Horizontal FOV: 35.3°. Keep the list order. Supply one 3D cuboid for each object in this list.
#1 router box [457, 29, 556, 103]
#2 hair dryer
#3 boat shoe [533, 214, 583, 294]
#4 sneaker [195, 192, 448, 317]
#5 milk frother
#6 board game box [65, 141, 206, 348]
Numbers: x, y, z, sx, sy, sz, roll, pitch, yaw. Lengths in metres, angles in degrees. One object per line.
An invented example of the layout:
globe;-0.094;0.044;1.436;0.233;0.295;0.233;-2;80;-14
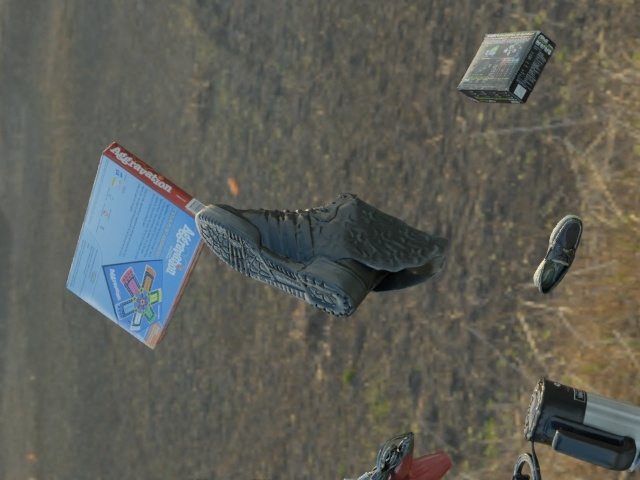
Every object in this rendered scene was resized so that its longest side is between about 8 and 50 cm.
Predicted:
router box;0.249;-0.233;1.355;0.092;0.038;0.122;-62;27;-4
hair dryer;0.141;0.416;1.748;0.223;0.293;0.080;-45;65;24
boat shoe;0.423;0.029;1.765;0.049;0.056;0.152;-87;13;-65
sneaker;0.000;-0.002;0.731;0.170;0.089;0.051;27;148;22
milk frother;0.316;0.261;1.238;0.129;0.134;0.143;-66;-10;-55
board game box;-0.222;0.016;1.210;0.027;0.145;0.281;-51;-5;-41
